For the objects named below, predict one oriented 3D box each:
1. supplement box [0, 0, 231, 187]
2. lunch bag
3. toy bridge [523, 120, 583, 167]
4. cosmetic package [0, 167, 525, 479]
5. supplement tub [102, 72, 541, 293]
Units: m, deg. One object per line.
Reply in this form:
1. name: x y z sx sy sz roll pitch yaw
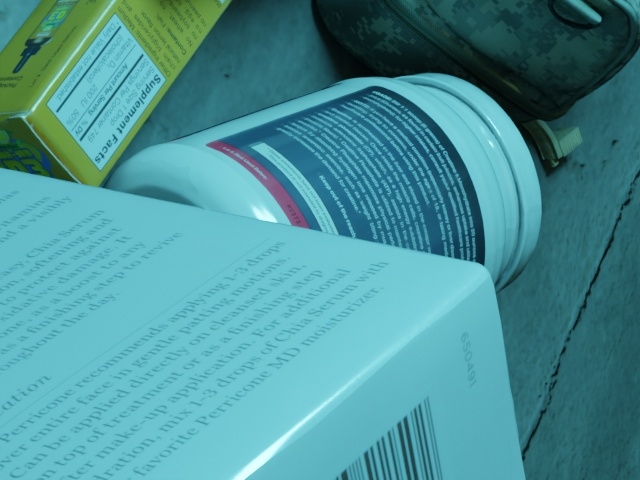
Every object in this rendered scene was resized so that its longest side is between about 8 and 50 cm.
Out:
1. supplement box: -0.131 -0.134 1.182 0.080 0.078 0.233 55 53 -32
2. lunch bag: 0.173 -0.254 1.347 0.212 0.256 0.305 37 63 -24
3. toy bridge: 0.163 -0.145 1.512 0.063 0.026 0.188 -35 112 -38
4. cosmetic package: -0.154 0.093 0.867 0.230 0.453 0.161 -36 125 -39
5. supplement tub: 0.000 0.000 1.224 0.272 0.191 0.191 -23 104 -43
